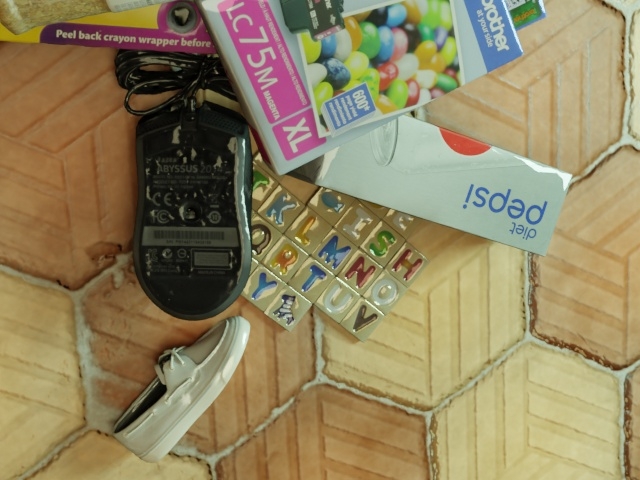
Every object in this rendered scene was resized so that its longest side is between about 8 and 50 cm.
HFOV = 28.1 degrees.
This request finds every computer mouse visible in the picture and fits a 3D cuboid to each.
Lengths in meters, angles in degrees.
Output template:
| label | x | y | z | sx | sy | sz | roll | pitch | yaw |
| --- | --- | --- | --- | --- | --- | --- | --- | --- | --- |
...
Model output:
| label | x | y | z | sx | sy | sz | roll | pitch | yaw |
| --- | --- | --- | --- | --- | --- | --- | --- | --- | --- |
| computer mouse | -0.116 | -0.058 | 1.276 | 0.188 | 0.072 | 0.272 | 6 | 98 | 1 |

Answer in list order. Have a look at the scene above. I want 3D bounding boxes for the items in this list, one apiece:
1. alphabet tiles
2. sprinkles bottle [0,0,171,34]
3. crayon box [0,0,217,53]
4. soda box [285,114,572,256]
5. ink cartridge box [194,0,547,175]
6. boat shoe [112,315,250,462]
| label | x | y | z | sx | sy | sz | roll | pitch | yaw |
| --- | --- | --- | --- | --- | --- | --- | --- | --- | --- |
| alphabet tiles | 0.000 | 0.000 | 1.370 | 0.237 | 0.009 | 0.198 | 39 | 90 | -23 |
| sprinkles bottle | -0.095 | -0.259 | 1.041 | 0.355 | 0.121 | 0.121 | -12 | 109 | 1 |
| crayon box | -0.123 | -0.333 | 1.155 | 0.362 | 0.106 | 0.313 | 2 | 110 | -15 |
| soda box | 0.115 | -0.070 | 1.337 | 0.286 | 0.091 | 0.098 | 17 | 94 | -24 |
| ink cartridge box | 0.058 | -0.209 | 1.164 | 0.311 | 0.065 | 0.186 | -28 | 118 | -7 |
| boat shoe | -0.148 | 0.146 | 1.336 | 0.063 | 0.066 | 0.184 | 36 | 101 | -25 |
